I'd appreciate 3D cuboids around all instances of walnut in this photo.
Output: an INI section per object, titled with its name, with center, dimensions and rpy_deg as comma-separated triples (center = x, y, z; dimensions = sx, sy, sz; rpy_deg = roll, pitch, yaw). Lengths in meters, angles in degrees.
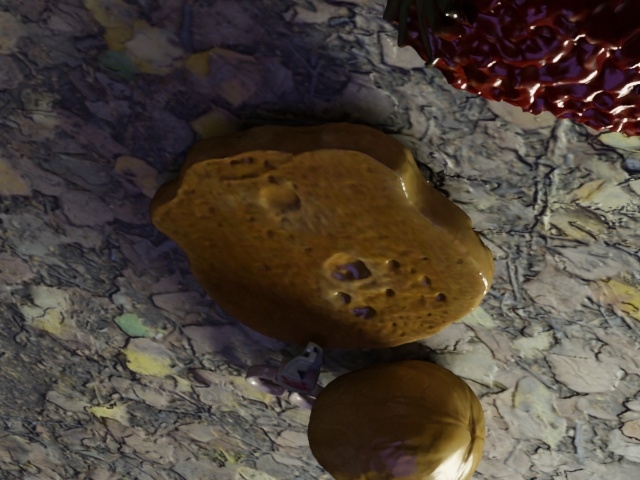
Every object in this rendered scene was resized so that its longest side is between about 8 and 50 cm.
[walnut]
center = 0.095, 0.236, 2.223
dimensions = 0.226, 0.193, 0.193
rpy_deg = -7, 136, 44

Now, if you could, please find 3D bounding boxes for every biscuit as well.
[biscuit]
center = 0.001, -0.002, 2.059
dimensions = 0.385, 0.062, 0.365
rpy_deg = -11, 135, 37

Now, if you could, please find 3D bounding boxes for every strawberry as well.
[strawberry]
center = 0.230, -0.239, 1.547
dimensions = 0.344, 0.292, 0.292
rpy_deg = 8, 148, -25

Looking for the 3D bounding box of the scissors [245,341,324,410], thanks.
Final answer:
[scissors]
center = -0.030, 0.168, 2.262
dimensions = 0.118, 0.030, 0.242
rpy_deg = 21, 161, -1
